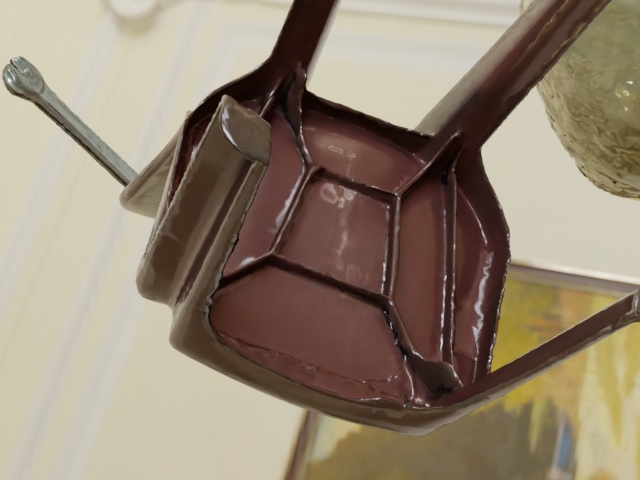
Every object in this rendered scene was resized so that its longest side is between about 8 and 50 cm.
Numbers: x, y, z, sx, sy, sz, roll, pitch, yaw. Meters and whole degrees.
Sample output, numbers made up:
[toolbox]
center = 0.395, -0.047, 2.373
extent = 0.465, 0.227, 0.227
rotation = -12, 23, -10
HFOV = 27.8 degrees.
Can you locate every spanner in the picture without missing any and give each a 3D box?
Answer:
[spanner]
center = -0.234, -0.093, 1.420
extent = 0.302, 0.017, 0.071
rotation = 46, -156, -28

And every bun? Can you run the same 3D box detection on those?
[bun]
center = 0.215, -0.161, 0.828
extent = 0.259, 0.152, 0.259
rotation = -34, -40, -34

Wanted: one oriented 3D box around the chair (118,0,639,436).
[chair]
center = 0.000, 0.000, 0.589
extent = 0.326, 0.175, 0.183
rotation = 126, 161, -55
